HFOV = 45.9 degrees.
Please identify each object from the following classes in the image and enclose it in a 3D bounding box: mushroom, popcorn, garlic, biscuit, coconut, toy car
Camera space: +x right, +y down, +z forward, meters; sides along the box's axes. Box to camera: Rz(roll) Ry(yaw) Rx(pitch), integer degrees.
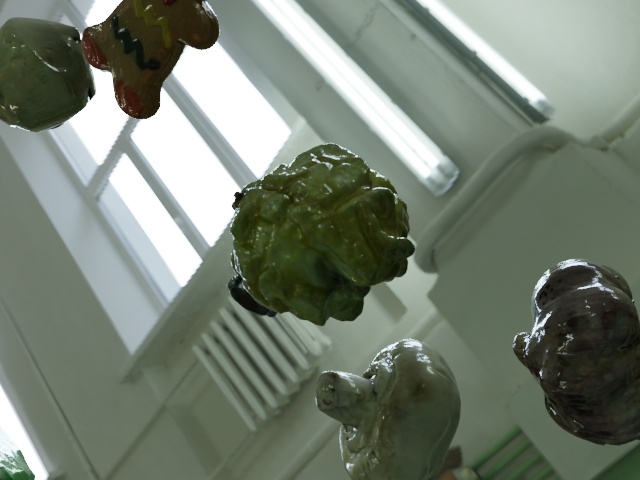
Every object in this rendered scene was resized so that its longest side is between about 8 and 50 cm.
[{"bbox_3d":[0.098,0.282,1.244,0.254,0.234,0.260,-56,13,38],"label":"mushroom"},{"bbox_3d":[0.001,0.001,0.785,0.187,0.167,0.185,-35,-18,8],"label":"popcorn"},{"bbox_3d":[0.324,0.138,0.943,0.161,0.244,0.245,-10,-20,14],"label":"garlic"},{"bbox_3d":[-0.187,-0.274,0.881,0.250,0.165,0.036,-45,-16,23],"label":"biscuit"},{"bbox_3d":[-0.526,-0.314,1.422,0.224,0.224,0.224,-31,-26,-17],"label":"coconut"},{"bbox_3d":[-0.086,0.063,1.220,0.056,0.095,0.205,-60,7,-33],"label":"toy car"}]

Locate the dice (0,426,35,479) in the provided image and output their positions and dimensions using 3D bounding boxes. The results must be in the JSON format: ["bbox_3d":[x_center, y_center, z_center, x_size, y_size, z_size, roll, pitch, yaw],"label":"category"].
[{"bbox_3d":[-0.539,0.313,0.864,0.297,0.287,0.300,44,-107,-41],"label":"dice"}]
